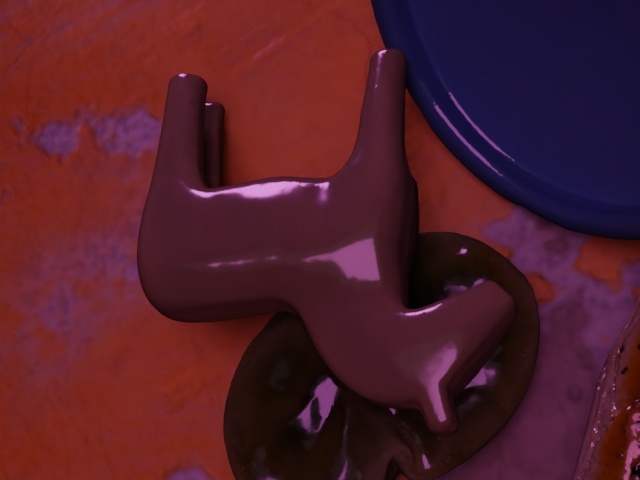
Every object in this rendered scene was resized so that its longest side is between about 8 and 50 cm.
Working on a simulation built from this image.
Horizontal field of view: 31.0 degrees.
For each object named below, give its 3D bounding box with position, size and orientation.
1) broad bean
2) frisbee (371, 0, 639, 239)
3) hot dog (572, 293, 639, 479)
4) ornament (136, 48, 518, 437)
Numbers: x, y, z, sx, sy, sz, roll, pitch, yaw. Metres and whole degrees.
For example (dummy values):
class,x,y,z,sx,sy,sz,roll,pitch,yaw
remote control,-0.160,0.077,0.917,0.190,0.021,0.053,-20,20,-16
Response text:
class,x,y,z,sx,sy,sz,roll,pitch,yaw
broad bean,0.031,0.082,0.687,0.153,0.072,0.207,40,79,19
frisbee,0.141,-0.134,0.621,0.049,0.289,0.289,-33,66,-33
hot dog,0.217,0.107,0.620,0.144,0.075,0.268,20,80,21
ornament,0.000,0.000,0.674,0.230,0.061,0.245,-6,60,19
